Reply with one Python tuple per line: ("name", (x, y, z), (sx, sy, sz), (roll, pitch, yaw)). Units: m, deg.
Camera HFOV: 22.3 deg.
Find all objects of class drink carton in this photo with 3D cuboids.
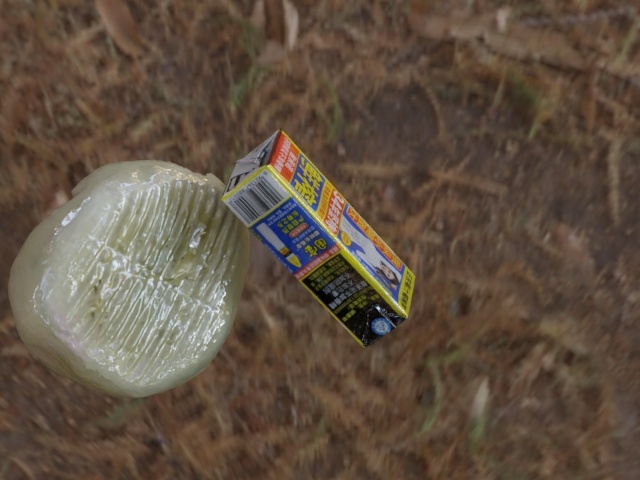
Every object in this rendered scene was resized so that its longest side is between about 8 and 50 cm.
("drink carton", (0.000, 0.000, 1.246), (0.056, 0.071, 0.166), (-35, 107, 26))

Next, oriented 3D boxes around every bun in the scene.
("bun", (-0.153, 0.023, 1.276), (0.178, 0.128, 0.193), (35, 77, -32))
